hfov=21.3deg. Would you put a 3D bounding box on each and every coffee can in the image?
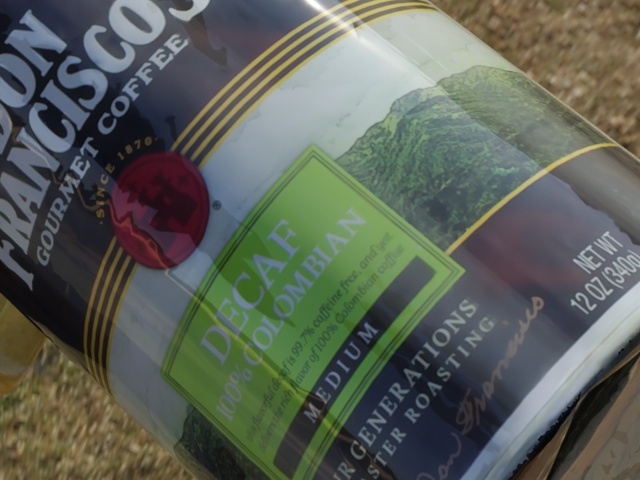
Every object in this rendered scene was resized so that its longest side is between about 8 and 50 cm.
[{"bbox_3d":[0.000,0.000,0.652,0.275,0.201,0.201,40,64,22],"label":"coffee can"}]

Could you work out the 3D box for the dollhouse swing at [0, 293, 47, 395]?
[{"bbox_3d":[-0.336,-0.017,0.857,0.346,0.315,0.305,33,97,-25],"label":"dollhouse swing"}]
